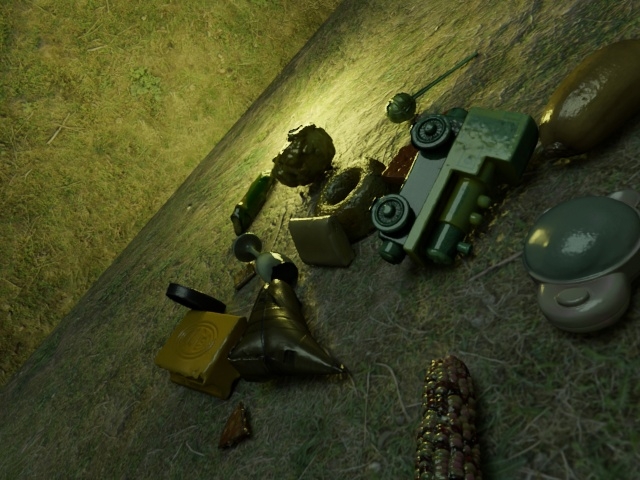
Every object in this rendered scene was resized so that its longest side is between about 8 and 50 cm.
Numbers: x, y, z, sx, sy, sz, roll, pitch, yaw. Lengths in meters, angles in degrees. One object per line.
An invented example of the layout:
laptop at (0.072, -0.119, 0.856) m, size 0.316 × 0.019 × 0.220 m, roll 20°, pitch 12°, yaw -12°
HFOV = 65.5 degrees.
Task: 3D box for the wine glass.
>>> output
wine glass at (-0.105, -0.001, 1.462) m, size 0.264 × 0.096 × 0.309 m, roll -46°, pitch 29°, yaw -10°

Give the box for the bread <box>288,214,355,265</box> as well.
bread at (0.000, 0.000, 1.283) m, size 0.060 × 0.140 × 0.178 m, roll -31°, pitch 19°, yaw -33°

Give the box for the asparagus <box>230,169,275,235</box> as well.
asparagus at (-0.250, -0.169, 1.897) m, size 0.343 × 0.085 × 0.082 m, roll -63°, pitch 9°, yaw -26°

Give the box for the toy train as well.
toy train at (0.263, -0.099, 1.020) m, size 0.237 × 0.150 × 0.369 m, roll 22°, pitch 81°, yaw 34°

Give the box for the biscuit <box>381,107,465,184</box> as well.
biscuit at (0.293, -0.217, 1.221) m, size 0.306 × 0.043 × 0.284 m, roll -26°, pitch 36°, yaw 12°

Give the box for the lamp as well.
lamp at (0.389, 0.020, 0.747) m, size 0.179 × 0.108 × 0.246 m, roll -20°, pitch 37°, yaw 47°

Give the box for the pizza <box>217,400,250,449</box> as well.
pizza at (-0.190, 0.420, 1.090) m, size 0.099 × 0.029 × 0.100 m, roll -52°, pitch 25°, yaw 6°

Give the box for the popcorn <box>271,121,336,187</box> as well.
popcorn at (-0.052, -0.279, 1.693) m, size 0.233 × 0.192 × 0.266 m, roll -55°, pitch 1°, yaw 14°

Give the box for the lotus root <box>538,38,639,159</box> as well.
lotus root at (0.524, -0.276, 0.930) m, size 0.303 × 0.131 × 0.146 m, roll -44°, pitch 29°, yaw 2°

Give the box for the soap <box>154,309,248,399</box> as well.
soap at (-0.306, 0.295, 1.334) m, size 0.324 × 0.096 × 0.204 m, roll -6°, pitch 47°, yaw 51°

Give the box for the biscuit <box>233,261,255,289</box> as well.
biscuit at (-0.243, 0.112, 1.576) m, size 0.083 × 0.018 × 0.081 m, roll -40°, pitch 28°, yaw 9°

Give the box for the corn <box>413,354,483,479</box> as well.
corn at (0.177, 0.292, 0.697) m, size 0.092 × 0.092 × 0.281 m, roll -27°, pitch 29°, yaw 31°

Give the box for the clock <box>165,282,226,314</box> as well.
clock at (-0.374, 0.182, 1.488) m, size 0.184 × 0.184 × 0.040 m, roll -4°, pitch 59°, yaw 51°

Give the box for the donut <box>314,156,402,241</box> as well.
donut at (0.086, -0.116, 1.344) m, size 0.272 × 0.107 × 0.272 m, roll -35°, pitch 28°, yaw 22°

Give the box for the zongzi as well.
zongzi at (-0.044, 0.190, 1.112) m, size 0.289 × 0.123 × 0.260 m, roll -13°, pitch 38°, yaw 30°

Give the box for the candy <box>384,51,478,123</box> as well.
candy at (0.343, -0.475, 1.522) m, size 0.335 × 0.092 × 0.093 m, roll -36°, pitch -8°, yaw 3°
